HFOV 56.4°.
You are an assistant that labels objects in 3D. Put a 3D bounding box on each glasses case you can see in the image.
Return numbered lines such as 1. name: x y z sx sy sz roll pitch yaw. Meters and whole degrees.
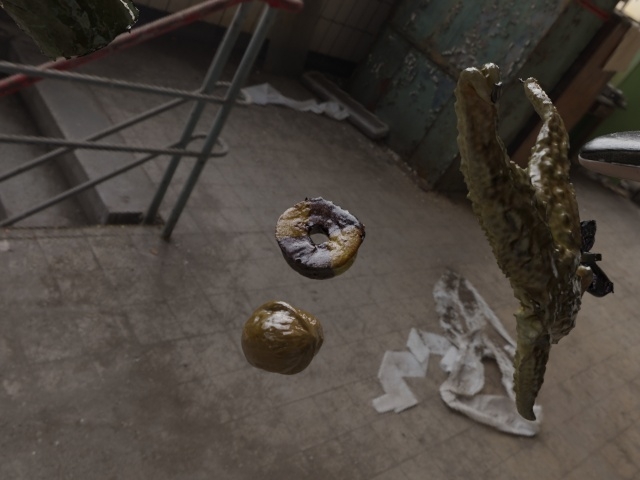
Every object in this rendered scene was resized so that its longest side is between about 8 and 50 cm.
1. glasses case: 0.571 -0.131 0.957 0.122 0.075 0.314 -21 24 -28

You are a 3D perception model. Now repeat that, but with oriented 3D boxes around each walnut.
1. walnut: -0.077 0.191 1.173 0.166 0.166 0.149 -13 94 -52

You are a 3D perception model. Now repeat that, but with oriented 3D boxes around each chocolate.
1. chocolate: 0.506 0.035 1.122 0.072 0.070 0.147 -14 77 -4

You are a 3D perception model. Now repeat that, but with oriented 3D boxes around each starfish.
1. starfish: 0.244 -0.022 0.659 0.082 0.432 0.324 -2 31 34

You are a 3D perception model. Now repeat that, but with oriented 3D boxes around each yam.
1. yam: -0.447 -0.441 0.941 0.300 0.195 0.195 58 6 -45

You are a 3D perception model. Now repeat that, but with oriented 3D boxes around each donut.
1. donut: 0.000 0.000 0.937 0.140 0.059 0.140 -1 53 1
